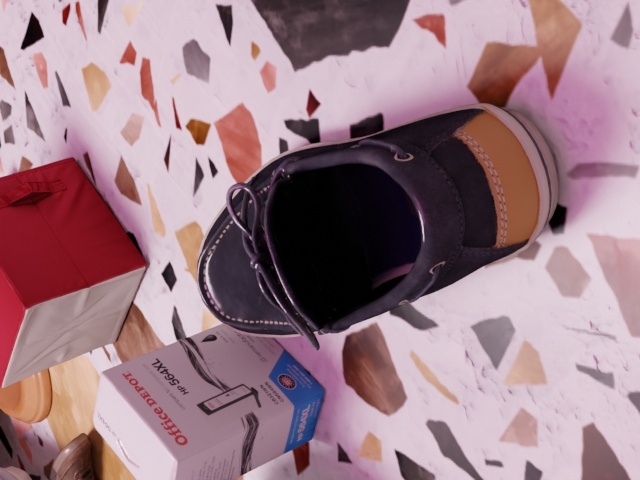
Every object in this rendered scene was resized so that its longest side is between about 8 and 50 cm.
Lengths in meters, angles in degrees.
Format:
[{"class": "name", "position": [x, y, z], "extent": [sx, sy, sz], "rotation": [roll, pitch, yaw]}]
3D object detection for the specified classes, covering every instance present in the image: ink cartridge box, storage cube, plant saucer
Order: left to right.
[{"class": "plant saucer", "position": [-0.489, 0.197, 1.928], "extent": [0.200, 0.037, 0.200], "rotation": [25, 125, 43]}, {"class": "storage cube", "position": [-0.367, 0.040, 1.589], "extent": [0.193, 0.184, 0.215], "rotation": [53, 139, 20]}, {"class": "ink cartridge box", "position": [-0.122, 0.182, 1.339], "extent": [0.148, 0.203, 0.086], "rotation": [42, 135, 31]}]

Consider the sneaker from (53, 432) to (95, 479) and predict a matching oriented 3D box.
[{"class": "sneaker", "position": [-0.356, 0.355, 1.830], "extent": [0.071, 0.066, 0.188], "rotation": [38, 140, 12]}]

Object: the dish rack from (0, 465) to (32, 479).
[{"class": "dish rack", "position": [-0.518, 0.433, 1.960], "extent": [0.333, 0.072, 0.285], "rotation": [8, 133, 42]}]

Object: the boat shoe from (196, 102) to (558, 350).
[{"class": "boat shoe", "position": [0.000, 0.000, 1.153], "extent": [0.500, 0.156, 0.187], "rotation": [-19, 93, 54]}]
